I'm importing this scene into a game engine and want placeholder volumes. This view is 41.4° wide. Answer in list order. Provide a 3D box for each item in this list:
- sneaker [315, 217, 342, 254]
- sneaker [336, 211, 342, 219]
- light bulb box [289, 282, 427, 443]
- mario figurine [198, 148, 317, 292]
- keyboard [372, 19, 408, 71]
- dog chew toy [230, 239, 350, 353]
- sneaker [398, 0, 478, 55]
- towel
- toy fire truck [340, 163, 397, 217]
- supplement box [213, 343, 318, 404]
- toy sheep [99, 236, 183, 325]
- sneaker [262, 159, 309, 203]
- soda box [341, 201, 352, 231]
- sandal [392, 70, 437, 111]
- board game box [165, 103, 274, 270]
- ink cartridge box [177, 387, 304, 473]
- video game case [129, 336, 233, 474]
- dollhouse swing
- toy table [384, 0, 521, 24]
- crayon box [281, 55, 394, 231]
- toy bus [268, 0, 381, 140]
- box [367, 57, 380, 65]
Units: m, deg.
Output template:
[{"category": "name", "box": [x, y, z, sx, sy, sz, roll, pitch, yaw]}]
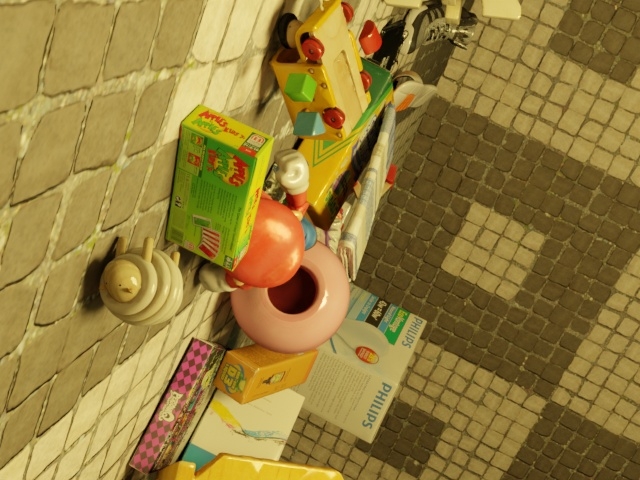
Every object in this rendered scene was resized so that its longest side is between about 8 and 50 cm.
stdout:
[{"category": "sneaker", "box": [-0.020, 0.033, 1.772, 0.236, 0.104, 0.095, -81, -170, -50]}, {"category": "sneaker", "box": [0.021, -0.079, 1.879, 0.057, 0.075, 0.161, -55, 168, -51]}, {"category": "light bulb box", "box": [0.064, 0.310, 2.366, 0.225, 0.360, 0.358, -68, 172, 30]}, {"category": "mario figurine", "box": [-0.094, -0.023, 1.191, 0.320, 0.170, 0.198, 42, 51, -83]}, {"category": "keyboard", "box": [0.131, -0.392, 1.819, 0.100, 0.038, 0.192, -29, 152, -35]}, {"category": "dog chew toy", "box": [-0.058, 0.103, 1.535, 0.207, 0.206, 0.332, -63, 180, -9]}, {"category": "sneaker", "box": [0.280, -0.495, 1.982, 0.269, 0.153, 0.101, -57, 169, -45]}, {"category": "towel", "box": [0.084, -0.080, 1.536, 0.209, 0.034, 0.285, 83, 23, -70]}, {"category": "toy fire truck", "box": [0.084, -0.111, 1.971, 0.192, 0.135, 0.047, -62, 172, -17]}, {"category": "supplement box", "box": [-0.096, 0.234, 1.566, 0.233, 0.080, 0.078, -4, 121, -64]}, {"category": "toy sheep", "box": [-0.184, 0.047, 0.885, 0.091, 0.091, 0.132, -64, 154, -4]}, {"category": "sneaker", "box": [-0.069, -0.090, 1.375, 0.135, 0.052, 0.058, -50, 175, -35]}, {"category": "soda box", "box": [0.000, 0.000, 2.024, 0.216, 0.069, 0.074, -63, 173, -2]}, {"category": "sandal", "box": [0.224, -0.396, 2.213, 0.102, 0.076, 0.265, -42, 170, 23]}, {"category": "board game box", "box": [-0.117, -0.056, 0.960, 0.043, 0.092, 0.181, -58, 170, -45]}, {"category": "ink cartridge box", "box": [-0.164, 0.384, 1.638, 0.233, 0.168, 0.171, -65, -174, -30]}, {"category": "video game case", "box": [-0.233, 0.282, 1.463, 0.232, 0.041, 0.210, -63, 173, -6]}, {"category": "dollhouse swing", "box": [-0.155, 0.515, 1.500, 0.305, 0.346, 0.315, 1, -102, 67]}, {"category": "toy table", "box": [0.254, -0.499, 1.558, 0.274, 0.252, 0.161, -5, 106, -67]}, {"category": "crayon box", "box": [0.023, -0.147, 1.531, 0.323, 0.083, 0.203, -59, 168, -7]}, {"category": "toy bus", "box": [-0.011, -0.225, 1.076, 0.191, 0.104, 0.202, 7, 90, -61]}, {"category": "box", "box": [0.070, -0.297, 1.678, 0.116, 0.029, 0.162, -66, 171, 22]}]
